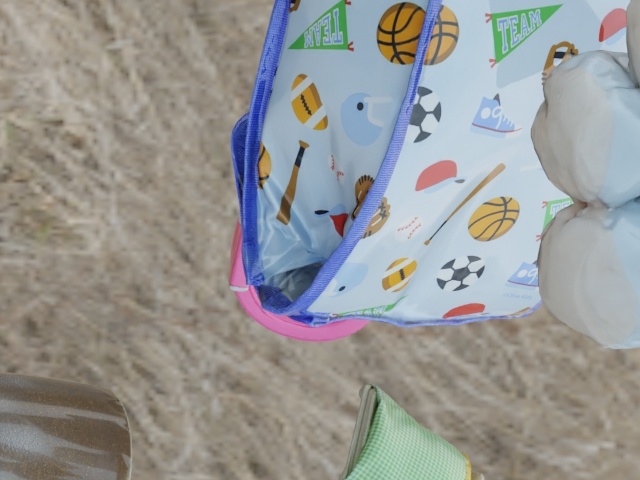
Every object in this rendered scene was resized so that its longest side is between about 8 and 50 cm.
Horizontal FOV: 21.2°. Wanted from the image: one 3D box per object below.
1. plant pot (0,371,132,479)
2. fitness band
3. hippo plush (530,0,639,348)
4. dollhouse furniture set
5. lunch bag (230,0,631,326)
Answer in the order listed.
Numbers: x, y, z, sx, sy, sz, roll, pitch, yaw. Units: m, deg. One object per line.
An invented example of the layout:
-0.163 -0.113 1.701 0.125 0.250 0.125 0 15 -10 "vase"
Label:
-0.317 0.198 1.468 0.230 0.215 0.215 22 74 -33 "plant pot"
0.000 0.000 2.113 0.209 0.054 0.291 10 120 -12 "fitness band"
0.249 -0.073 0.932 0.234 0.294 0.236 50 22 -12 "hippo plush"
0.135 0.301 1.893 0.197 0.151 0.301 44 39 -27 "dollhouse furniture set"
0.108 -0.110 1.545 0.328 0.239 0.385 2 107 -41 "lunch bag"
